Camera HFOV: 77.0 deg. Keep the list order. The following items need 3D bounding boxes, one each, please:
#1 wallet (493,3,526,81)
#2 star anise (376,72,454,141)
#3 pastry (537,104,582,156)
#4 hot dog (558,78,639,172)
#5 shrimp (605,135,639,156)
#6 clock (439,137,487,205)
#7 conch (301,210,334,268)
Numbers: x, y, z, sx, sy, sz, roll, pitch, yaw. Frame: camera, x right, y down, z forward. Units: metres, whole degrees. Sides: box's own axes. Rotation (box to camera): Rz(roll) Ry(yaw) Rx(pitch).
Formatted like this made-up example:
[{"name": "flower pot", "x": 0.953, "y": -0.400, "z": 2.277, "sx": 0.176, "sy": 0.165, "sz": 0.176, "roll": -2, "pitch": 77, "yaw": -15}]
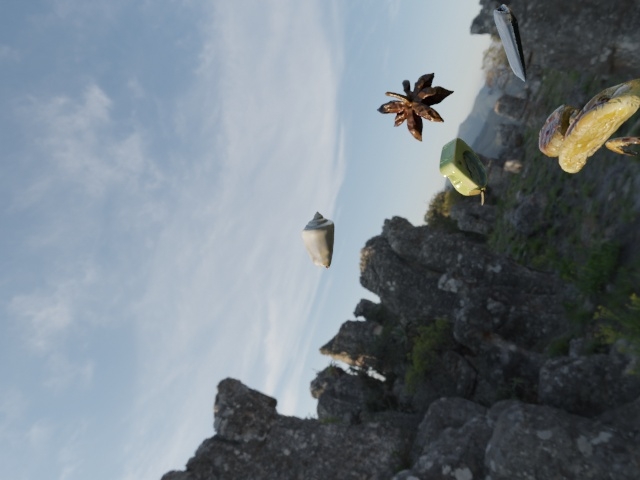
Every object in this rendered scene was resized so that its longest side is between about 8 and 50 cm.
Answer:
[{"name": "wallet", "x": 0.667, "y": -0.681, "z": 1.393, "sx": 0.245, "sy": 0.052, "sz": 0.168, "roll": 57, "pitch": -155, "yaw": -28}, {"name": "star anise", "x": 0.281, "y": -0.399, "z": 1.187, "sx": 0.196, "sy": 0.213, "sz": 0.111, "roll": 63, "pitch": -162, "yaw": 4}, {"name": "pastry", "x": 1.028, "y": -0.468, "z": 1.734, "sx": 0.229, "sy": 0.101, "sz": 0.218, "roll": -25, "pitch": -50, "yaw": -82}, {"name": "hot dog", "x": 0.564, "y": -0.234, "z": 0.833, "sx": 0.084, "sy": 0.073, "sz": 0.242, "roll": -57, "pitch": -15, "yaw": -18}, {"name": "shrimp", "x": 1.348, "y": -0.404, "z": 1.732, "sx": 0.035, "sy": 0.148, "sz": 0.195, "roll": -65, "pitch": 24, "yaw": -4}, {"name": "clock", "x": 0.496, "y": -0.221, "z": 1.353, "sx": 0.069, "sy": 0.232, "sz": 0.170, "roll": -30, "pitch": 29, "yaw": 43}, {"name": "conch", "x": -0.001, "y": -0.003, "z": 1.269, "sx": 0.094, "sy": 0.105, "sz": 0.176, "roll": -115, "pitch": 15, "yaw": -71}]
